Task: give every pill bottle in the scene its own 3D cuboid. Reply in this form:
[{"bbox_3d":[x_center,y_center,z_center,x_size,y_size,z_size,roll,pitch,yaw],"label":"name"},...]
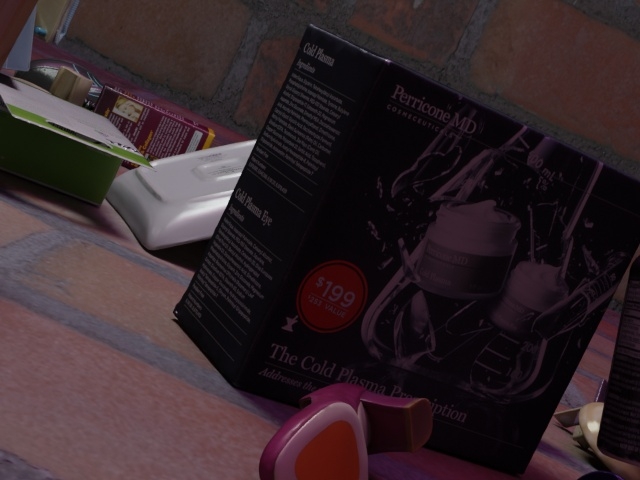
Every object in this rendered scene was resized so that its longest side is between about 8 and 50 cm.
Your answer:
[{"bbox_3d":[0.347,0.094,1.307,0.130,0.246,0.130,11,0,0],"label":"pill bottle"}]

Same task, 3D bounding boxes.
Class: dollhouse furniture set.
[{"bbox_3d":[-0.383,-0.301,1.994,0.286,0.303,0.198,28,8,18],"label":"dollhouse furniture set"},{"bbox_3d":[0.336,0.246,1.687,0.081,0.091,0.114,-24,-62,44],"label":"dollhouse furniture set"}]

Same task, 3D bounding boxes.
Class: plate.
[{"bbox_3d":[-0.114,-0.072,1.723,0.277,0.045,0.278,-14,20,-16],"label":"plate"}]

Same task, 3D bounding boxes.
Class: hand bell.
[{"bbox_3d":[0.415,0.156,1.544,0.126,0.242,0.126,30,28,-18],"label":"hand bell"}]

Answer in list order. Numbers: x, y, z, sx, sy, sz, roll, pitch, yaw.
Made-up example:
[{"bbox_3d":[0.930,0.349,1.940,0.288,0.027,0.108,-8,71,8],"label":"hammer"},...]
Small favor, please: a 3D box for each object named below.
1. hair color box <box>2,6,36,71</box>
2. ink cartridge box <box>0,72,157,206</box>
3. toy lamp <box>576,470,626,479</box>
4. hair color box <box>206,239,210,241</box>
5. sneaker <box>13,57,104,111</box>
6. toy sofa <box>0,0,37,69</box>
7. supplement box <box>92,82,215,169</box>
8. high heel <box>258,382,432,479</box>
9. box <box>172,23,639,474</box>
[{"bbox_3d":[-0.543,-0.284,1.655,0.374,0.114,0.185,5,9,-21],"label":"hair color box"},{"bbox_3d":[-0.326,-0.111,1.652,0.188,0.097,0.255,22,9,-28],"label":"ink cartridge box"},{"bbox_3d":[0.318,0.254,1.307,0.080,0.080,0.274,30,11,34],"label":"toy lamp"},{"bbox_3d":[-0.113,-0.013,1.881,0.072,0.043,0.141,27,6,10],"label":"hair color box"},{"bbox_3d":[-0.375,-0.220,2.262,0.267,0.101,0.106,24,10,-11],"label":"sneaker"},{"bbox_3d":[-0.335,-0.198,1.189,0.150,0.363,0.177,31,4,36],"label":"toy sofa"},{"bbox_3d":[-0.271,-0.161,2.164,0.188,0.104,0.081,24,7,-11],"label":"supplement box"},{"bbox_3d":[-0.013,0.148,1.028,0.117,0.082,0.244,-2,8,27],"label":"high heel"},{"bbox_3d":[0.092,0.013,1.314,0.343,0.313,0.179,20,8,-29],"label":"box"}]
